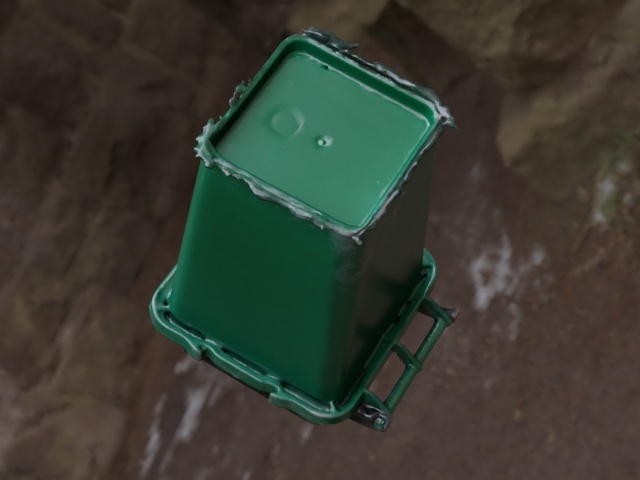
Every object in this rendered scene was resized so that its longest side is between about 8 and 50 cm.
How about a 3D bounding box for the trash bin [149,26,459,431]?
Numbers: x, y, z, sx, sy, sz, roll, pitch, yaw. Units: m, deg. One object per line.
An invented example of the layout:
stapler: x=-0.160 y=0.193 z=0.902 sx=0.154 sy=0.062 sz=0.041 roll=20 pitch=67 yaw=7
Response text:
trash bin: x=0.000 y=0.000 z=1.658 sx=0.259 sy=0.295 sz=0.381 roll=-55 pitch=-12 yaw=-28
